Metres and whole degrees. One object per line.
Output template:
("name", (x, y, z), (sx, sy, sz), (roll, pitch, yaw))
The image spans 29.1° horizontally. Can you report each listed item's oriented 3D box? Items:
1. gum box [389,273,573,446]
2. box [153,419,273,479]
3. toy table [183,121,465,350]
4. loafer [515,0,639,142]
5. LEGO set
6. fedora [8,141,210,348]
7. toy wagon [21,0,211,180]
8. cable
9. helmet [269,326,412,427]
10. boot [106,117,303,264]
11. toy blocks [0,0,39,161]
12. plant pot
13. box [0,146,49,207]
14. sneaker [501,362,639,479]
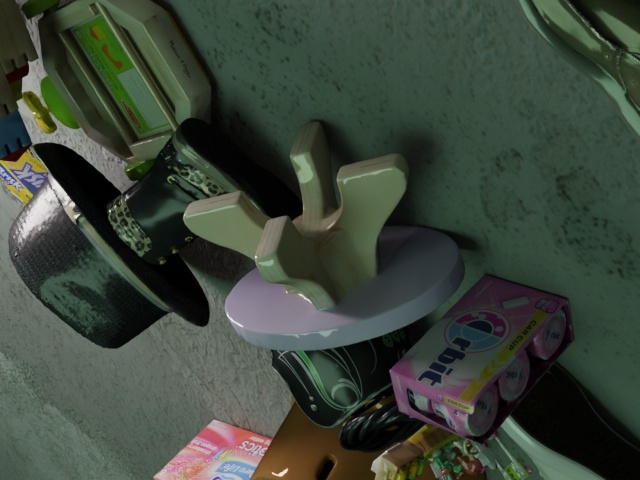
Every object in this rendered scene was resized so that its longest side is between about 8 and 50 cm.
("gum box", (0.168, 0.124, 1.292), (0.107, 0.188, 0.062), (18, 137, 39))
("box", (-0.098, 0.409, 1.930), (0.300, 0.154, 0.142), (10, 132, 45))
("toy table", (0.000, 0.000, 1.334), (0.274, 0.252, 0.160), (-19, 122, 11))
("loafer", (0.253, -0.169, 0.997), (0.251, 0.094, 0.087), (46, 136, -5))
("LEGO set", (0.163, 0.250, 1.386), (0.107, 0.132, 0.287), (54, -169, 14))
("fedora", (-0.304, 0.028, 1.656), (0.334, 0.152, 0.334), (47, -177, -4))
("toy wagon", (-0.275, -0.205, 1.575), (0.344, 0.068, 0.267), (-7, 119, 53))
("cable", (0.109, 0.208, 1.459), (0.150, 0.185, 0.047), (128, 123, -69))
("helmet", (0.023, 0.128, 1.494), (0.161, 0.169, 0.169), (56, 149, 12))
("boot", (-0.129, -0.019, 1.505), (0.236, 0.085, 0.179), (43, 122, -15))
("toy blocks", (-0.467, -0.256, 1.586), (0.381, 0.191, 0.260), (30, 144, 48))
("plant pot", (0.041, 0.319, 1.631), (0.291, 0.203, 0.290), (31, 143, 26))
("box", (-0.450, -0.098, 1.892), (0.169, 0.059, 0.054), (47, 148, 2))
("sneaker", (0.262, 0.236, 1.376), (0.290, 0.106, 0.123), (43, 145, 5))
